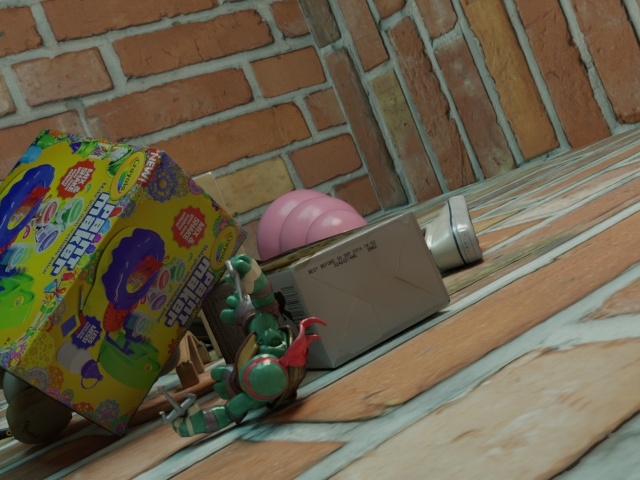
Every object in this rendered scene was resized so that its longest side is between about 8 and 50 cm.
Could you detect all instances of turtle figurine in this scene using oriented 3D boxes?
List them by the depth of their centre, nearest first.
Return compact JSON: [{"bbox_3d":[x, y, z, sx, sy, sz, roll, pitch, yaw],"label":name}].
[{"bbox_3d":[-0.071,0.112,0.811,0.175,0.118,0.234,-63,4,-3],"label":"turtle figurine"}]

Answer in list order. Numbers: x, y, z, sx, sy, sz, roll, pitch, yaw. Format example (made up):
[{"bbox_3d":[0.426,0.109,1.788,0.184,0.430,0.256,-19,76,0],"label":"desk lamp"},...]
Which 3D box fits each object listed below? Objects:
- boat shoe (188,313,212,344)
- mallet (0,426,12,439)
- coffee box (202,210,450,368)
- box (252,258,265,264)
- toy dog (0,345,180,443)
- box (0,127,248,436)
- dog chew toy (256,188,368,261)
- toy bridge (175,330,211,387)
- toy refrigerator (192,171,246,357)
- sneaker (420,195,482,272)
[{"bbox_3d":[-0.336,0.183,1.459,0.356,0.130,0.132,-1,-13,-17],"label":"boat shoe"},{"bbox_3d":[-0.561,0.329,1.358,0.190,0.062,0.039,-7,3,-4],"label":"mallet"},{"bbox_3d":[-0.010,0.069,1.039,0.168,0.118,0.297,-25,3,-28],"label":"coffee box"},{"bbox_3d":[-0.141,0.087,1.537,0.180,0.077,0.147,11,-20,-40],"label":"box"},{"bbox_3d":[-0.317,0.163,1.242,0.334,0.220,0.161,-22,-35,8],"label":"toy dog"},{"bbox_3d":[-0.296,0.039,1.067,0.279,0.177,0.290,13,66,42],"label":"box"},{"bbox_3d":[0.000,0.000,1.722,0.207,0.206,0.332,-23,10,-19],"label":"dog chew toy"},{"bbox_3d":[-0.188,0.163,1.250,0.026,0.063,0.188,-22,3,-1],"label":"toy bridge"},{"bbox_3d":[-0.166,0.037,1.369,0.102,0.269,0.094,-23,3,-5],"label":"toy refrigerator"},{"bbox_3d":[0.190,-0.011,1.330,0.091,0.094,0.258,-17,4,10],"label":"sneaker"}]
